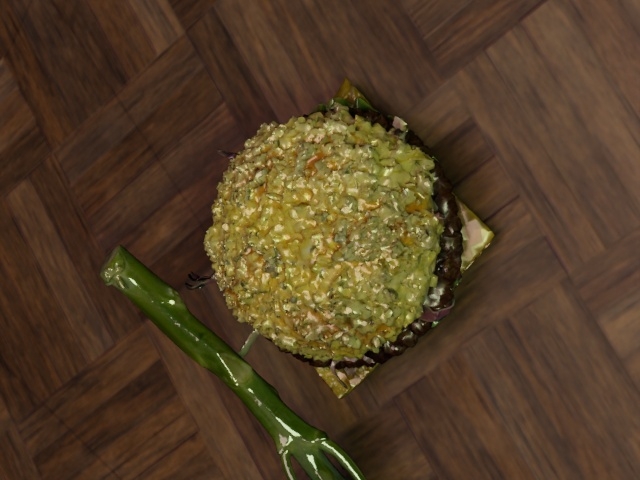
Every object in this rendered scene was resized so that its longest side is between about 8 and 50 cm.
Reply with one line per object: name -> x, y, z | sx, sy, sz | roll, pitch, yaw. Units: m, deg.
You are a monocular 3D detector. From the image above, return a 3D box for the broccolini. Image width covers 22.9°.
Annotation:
broccolini -> -0.055, 0.164, 1.336 | 0.392, 0.074, 0.079 | 44, 114, -3

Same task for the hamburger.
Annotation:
hamburger -> 0.000, 0.000, 1.335 | 0.243, 0.138, 0.262 | 46, 113, 22
